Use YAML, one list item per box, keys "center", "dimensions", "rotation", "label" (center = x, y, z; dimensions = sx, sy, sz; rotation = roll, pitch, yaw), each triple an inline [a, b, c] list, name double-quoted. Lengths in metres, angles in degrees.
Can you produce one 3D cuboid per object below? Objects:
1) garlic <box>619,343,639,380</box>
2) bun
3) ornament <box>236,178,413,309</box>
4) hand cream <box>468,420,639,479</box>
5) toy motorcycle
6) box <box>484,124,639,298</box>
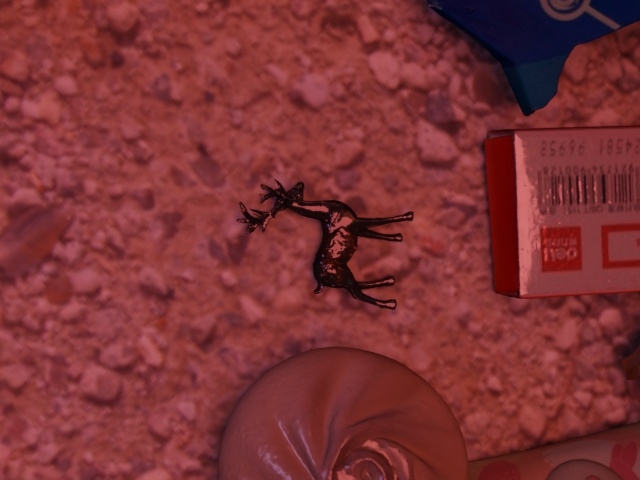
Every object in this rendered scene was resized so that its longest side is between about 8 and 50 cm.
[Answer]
- center: [0.287, 0.064, 1.230]
  dimensions: [0.152, 0.084, 0.066]
  rotation: [-25, 81, 3]
  label: "garlic"
- center: [0.019, 0.157, 1.140]
  dimensions: [0.173, 0.120, 0.173]
  rotation: [0, 89, -15]
  label: "bun"
- center: [0.000, 0.000, 1.185]
  dimensions: [0.125, 0.028, 0.073]
  rotation: [15, 84, -18]
  label: "ornament"
- center: [0.246, 0.182, 1.228]
  dimensions: [0.306, 0.093, 0.147]
  rotation: [-18, 67, -13]
  label: "hand cream"
- center: [0.204, -0.192, 1.189]
  dimensions: [0.326, 0.191, 0.200]
  rotation: [-6, 99, 2]
  label: "toy motorcycle"
- center: [0.235, -0.024, 1.246]
  dimensions: [0.229, 0.050, 0.123]
  rotation: [-3, 92, -18]
  label: "box"
